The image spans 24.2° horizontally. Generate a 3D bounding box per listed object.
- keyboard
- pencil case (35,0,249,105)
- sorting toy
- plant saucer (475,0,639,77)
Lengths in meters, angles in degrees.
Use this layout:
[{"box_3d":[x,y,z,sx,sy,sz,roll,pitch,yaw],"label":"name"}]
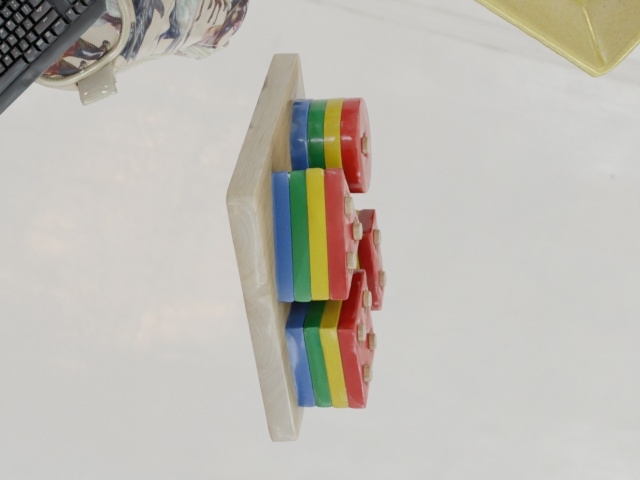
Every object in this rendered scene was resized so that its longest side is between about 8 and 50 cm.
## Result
[{"box_3d":[-0.266,-0.170,1.207,0.180,0.023,0.108,-41,81,14],"label":"keyboard"},{"box_3d":[-0.204,-0.254,1.591,0.160,0.410,0.183,-10,99,18],"label":"pencil case"},{"box_3d":[0.000,0.000,1.327,0.089,0.257,0.255,-2,123,10],"label":"sorting toy"},{"box_3d":[0.291,-0.363,1.522,0.333,0.081,0.333,23,118,-42],"label":"plant saucer"}]
